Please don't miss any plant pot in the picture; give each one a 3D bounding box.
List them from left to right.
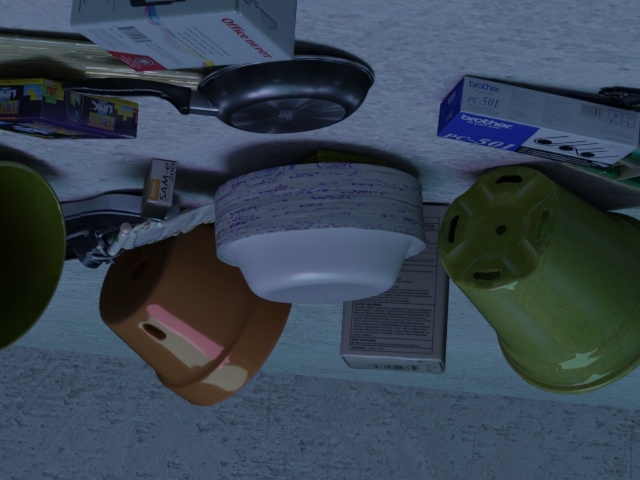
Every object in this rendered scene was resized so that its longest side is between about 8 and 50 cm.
[{"bbox_3d":[-0.564,-0.006,2.081,0.294,0.274,0.275,15,174,33],"label":"plant pot"},{"bbox_3d":[-0.208,0.087,2.295,0.203,0.290,0.291,33,153,-30],"label":"plant pot"},{"bbox_3d":[0.296,0.033,1.956,0.276,0.276,0.254,-6,151,38],"label":"plant pot"}]

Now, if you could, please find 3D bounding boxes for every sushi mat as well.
[{"bbox_3d":[-0.261,-0.194,1.628,0.317,0.019,0.151,5,166,0],"label":"sushi mat"}]

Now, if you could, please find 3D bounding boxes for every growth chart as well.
[{"bbox_3d":[-0.193,-0.030,2.075,0.237,0.021,0.172,-21,174,-25],"label":"growth chart"}]

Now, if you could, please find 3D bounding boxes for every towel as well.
[{"bbox_3d":[-0.006,-0.076,1.998,0.102,0.021,0.237,9,163,-24],"label":"towel"}]

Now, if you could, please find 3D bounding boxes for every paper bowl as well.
[{"bbox_3d":[0.000,0.000,1.971,0.284,0.148,0.284,-3,168,-1],"label":"paper bowl"}]

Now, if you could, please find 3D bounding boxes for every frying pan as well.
[{"bbox_3d":[-0.094,-0.163,1.585,0.326,0.053,0.197,2,166,-30],"label":"frying pan"}]

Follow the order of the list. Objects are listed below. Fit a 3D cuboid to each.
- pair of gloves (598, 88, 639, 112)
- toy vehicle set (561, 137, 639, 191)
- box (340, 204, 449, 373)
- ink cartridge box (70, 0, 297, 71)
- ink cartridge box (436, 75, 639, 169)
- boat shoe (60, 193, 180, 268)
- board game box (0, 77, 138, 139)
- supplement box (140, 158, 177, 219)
[{"bbox_3d":[0.336,-0.151,1.629,0.074,0.010,0.083,7,166,-9],"label":"pair of gloves"},{"bbox_3d":[0.446,-0.092,1.784,0.267,0.035,0.166,15,163,-37],"label":"toy vehicle set"},{"bbox_3d":[0.114,0.071,2.148,0.149,0.232,0.127,3,167,8],"label":"box"},{"bbox_3d":[-0.124,-0.217,1.372,0.175,0.072,0.127,-1,165,23],"label":"ink cartridge box"},{"bbox_3d":[0.244,-0.130,1.646,0.207,0.046,0.097,11,165,-9],"label":"ink cartridge box"},{"bbox_3d":[-0.340,-0.008,2.247,0.301,0.102,0.108,-5,164,34],"label":"boat shoe"},{"bbox_3d":[-0.318,-0.150,1.694,0.141,0.048,0.170,4,177,32],"label":"board game box"},{"bbox_3d":[-0.226,-0.070,2.038,0.036,0.062,0.098,8,167,-11],"label":"supplement box"}]
